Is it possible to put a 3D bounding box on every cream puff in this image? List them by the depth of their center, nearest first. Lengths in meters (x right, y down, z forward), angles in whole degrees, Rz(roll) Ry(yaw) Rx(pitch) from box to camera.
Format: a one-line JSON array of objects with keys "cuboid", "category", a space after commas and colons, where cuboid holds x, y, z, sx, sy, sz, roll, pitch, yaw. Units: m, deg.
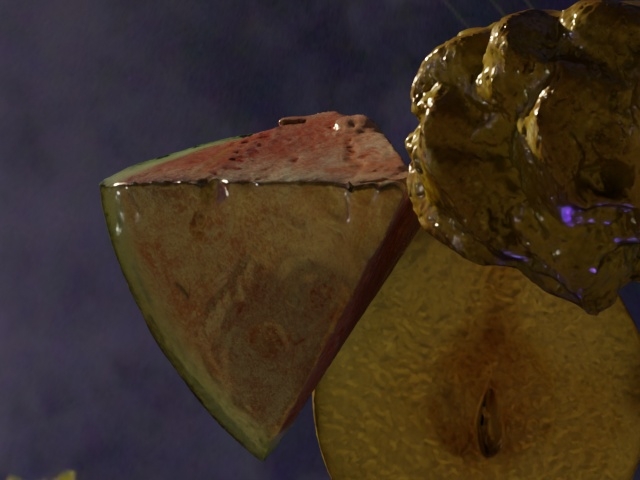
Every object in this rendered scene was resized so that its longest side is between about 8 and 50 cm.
[{"cuboid": [0.176, -0.062, 0.803, 0.244, 0.244, 0.196, 21, -80, -8], "category": "cream puff"}]

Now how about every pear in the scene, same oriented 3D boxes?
[{"cuboid": [0.154, 0.153, 1.273, 0.340, 0.191, 0.387, 9, -93, -6], "category": "pear"}]

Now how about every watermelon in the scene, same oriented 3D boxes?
[{"cuboid": [0.001, 0.028, 1.061, 0.283, 0.292, 0.250, -30, -61, -22], "category": "watermelon"}]
